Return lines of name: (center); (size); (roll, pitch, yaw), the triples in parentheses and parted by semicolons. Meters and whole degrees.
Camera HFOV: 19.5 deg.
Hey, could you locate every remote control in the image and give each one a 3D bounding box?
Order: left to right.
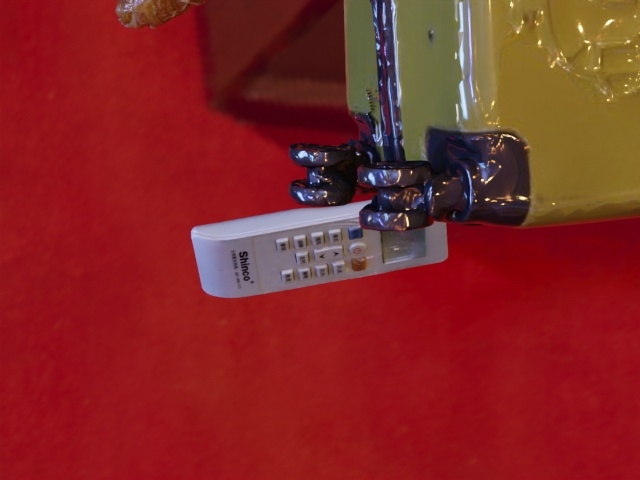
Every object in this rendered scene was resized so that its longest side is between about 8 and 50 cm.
remote control: (0.000, 0.000, 1.197); (0.162, 0.061, 0.029); (-9, 50, -3)

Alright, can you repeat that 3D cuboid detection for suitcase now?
suitcase: (0.103, -0.105, 0.722); (0.235, 0.143, 0.193); (-6, 100, -22)

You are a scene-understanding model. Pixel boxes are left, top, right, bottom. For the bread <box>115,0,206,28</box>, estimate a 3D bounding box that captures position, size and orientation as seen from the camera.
bread: (-0.085, -0.265, 1.521); (0.076, 0.233, 0.105); (25, 20, -29)
